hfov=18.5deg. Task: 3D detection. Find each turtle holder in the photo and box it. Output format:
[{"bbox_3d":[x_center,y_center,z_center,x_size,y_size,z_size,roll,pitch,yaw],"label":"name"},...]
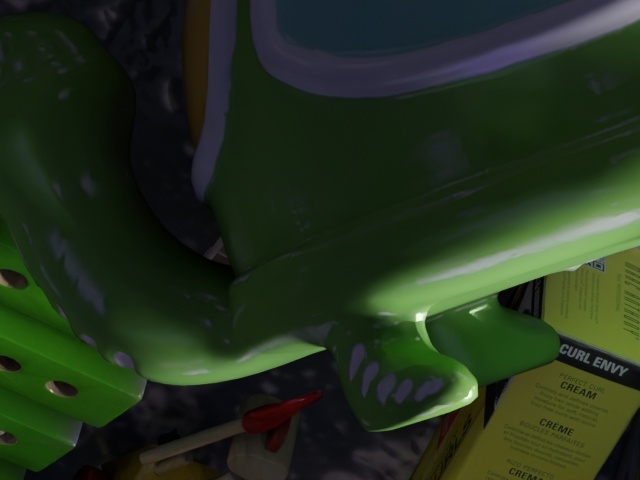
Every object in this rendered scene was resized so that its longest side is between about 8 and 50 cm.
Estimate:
[{"bbox_3d":[0.049,-0.063,0.691,0.320,0.243,0.227,-20,86,37],"label":"turtle holder"}]

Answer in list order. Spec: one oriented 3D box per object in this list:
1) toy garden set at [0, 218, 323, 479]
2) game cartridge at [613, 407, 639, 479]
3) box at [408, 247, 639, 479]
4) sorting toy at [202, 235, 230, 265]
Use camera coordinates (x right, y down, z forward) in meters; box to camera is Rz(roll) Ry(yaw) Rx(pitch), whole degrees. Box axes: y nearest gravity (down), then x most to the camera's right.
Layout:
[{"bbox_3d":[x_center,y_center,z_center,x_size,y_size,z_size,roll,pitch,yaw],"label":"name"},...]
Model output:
[{"bbox_3d":[-0.100,0.063,0.852,0.204,0.049,0.244,26,146,-20],"label":"toy garden set"},{"bbox_3d":[0.163,0.147,0.834,0.060,0.196,0.294,11,126,-1],"label":"game cartridge"},{"bbox_3d":[0.080,0.106,0.886,0.058,0.087,0.232,21,126,-5],"label":"box"},{"bbox_3d":[0.000,0.000,0.850,0.083,0.045,0.075,31,116,-14],"label":"sorting toy"}]
